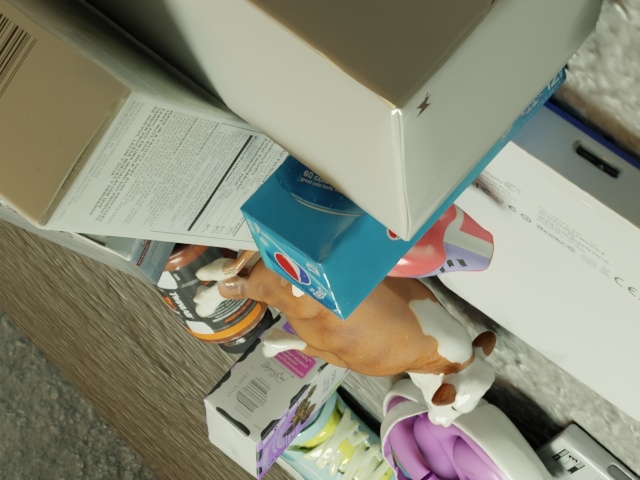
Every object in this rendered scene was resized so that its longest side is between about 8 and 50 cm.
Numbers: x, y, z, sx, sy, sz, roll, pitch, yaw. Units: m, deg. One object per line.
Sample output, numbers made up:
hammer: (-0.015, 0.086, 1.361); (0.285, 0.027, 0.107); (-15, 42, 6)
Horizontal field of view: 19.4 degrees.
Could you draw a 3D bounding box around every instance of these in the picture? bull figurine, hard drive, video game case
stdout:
bull figurine: (0.018, 0.058, 1.577); (0.188, 0.101, 0.310); (0, 150, 34)
hard drive: (0.175, 0.012, 1.304); (0.210, 0.040, 0.318); (36, 164, 15)
video game case: (0.281, 0.258, 1.765); (0.193, 0.023, 0.212); (41, 164, 5)

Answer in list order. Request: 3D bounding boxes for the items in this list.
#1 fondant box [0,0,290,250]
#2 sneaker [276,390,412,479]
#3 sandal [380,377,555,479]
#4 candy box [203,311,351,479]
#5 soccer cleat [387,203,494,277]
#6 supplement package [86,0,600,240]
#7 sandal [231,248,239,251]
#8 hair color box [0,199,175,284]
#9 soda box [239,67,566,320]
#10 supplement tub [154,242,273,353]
fondant box: (-0.152, -0.100, 1.140); (0.238, 0.096, 0.330); (37, -171, 18)
sneaker: (0.016, 0.241, 2.184); (0.319, 0.127, 0.208); (33, 164, 28)
sandal: (0.116, 0.225, 1.886); (0.169, 0.102, 0.416); (54, 167, 1)
candy box: (-0.023, 0.122, 1.809); (0.070, 0.196, 0.165); (38, 165, 11)
soccer cleat: (0.032, -0.012, 1.344); (0.095, 0.083, 0.248); (21, 176, -24)
supplement package: (-0.012, -0.173, 1.009); (0.293, 0.177, 0.175); (38, 165, 17)
sandal: (-0.015, -0.045, 1.585); (0.102, 0.076, 0.265); (26, 155, -34)
hair color box: (-0.213, -0.056, 1.609); (0.185, 0.113, 0.374); (23, 176, 0)
soda box: (0.052, -0.059, 1.099); (0.067, 0.210, 0.071); (34, 162, 29)
supplement tub: (-0.121, 0.040, 2.000); (0.106, 0.106, 0.198); (28, 159, 42)
